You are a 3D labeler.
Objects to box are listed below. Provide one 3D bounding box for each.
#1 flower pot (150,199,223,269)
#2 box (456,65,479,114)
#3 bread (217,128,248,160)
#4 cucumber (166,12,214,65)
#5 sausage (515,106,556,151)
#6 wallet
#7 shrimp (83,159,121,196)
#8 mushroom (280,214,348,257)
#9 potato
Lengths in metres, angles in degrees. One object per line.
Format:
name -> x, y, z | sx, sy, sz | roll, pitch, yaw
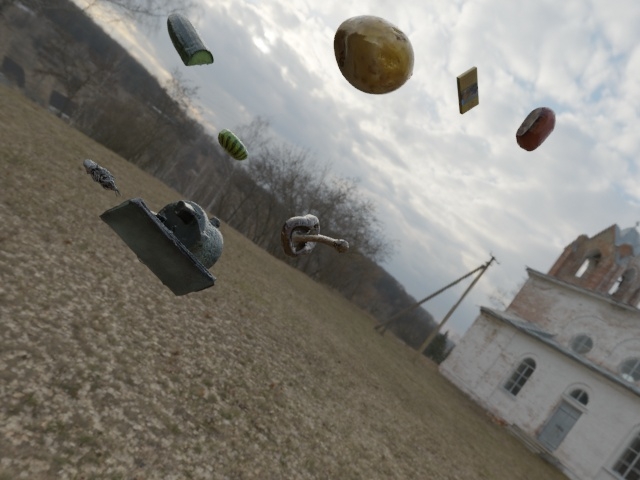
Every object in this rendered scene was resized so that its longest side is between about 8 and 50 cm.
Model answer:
flower pot -> -0.553, -0.016, 1.651 | 0.299, 0.299, 0.283 | 36, -8, 30
box -> 0.558, -0.565, 1.521 | 0.023, 0.086, 0.155 | 46, -13, 45
bread -> -0.349, -0.375, 1.597 | 0.130, 0.071, 0.139 | 40, -6, 19
cucumber -> -0.452, -0.695, 1.363 | 0.115, 0.063, 0.244 | -19, 67, -40
sausage -> 0.450, -0.233, 0.841 | 0.054, 0.094, 0.059 | 34, 7, -20
wallet -> -0.510, 0.033, 1.272 | 0.379, 0.190, 0.046 | 56, 32, -31
shrimp -> -0.776, -0.223, 1.439 | 0.165, 0.056, 0.065 | 46, -6, -18
mushroom -> 0.000, 0.000, 1.311 | 0.217, 0.148, 0.227 | 13, 19, 21
potato -> 0.112, -0.399, 0.874 | 0.145, 0.151, 0.234 | 5, 31, -27
